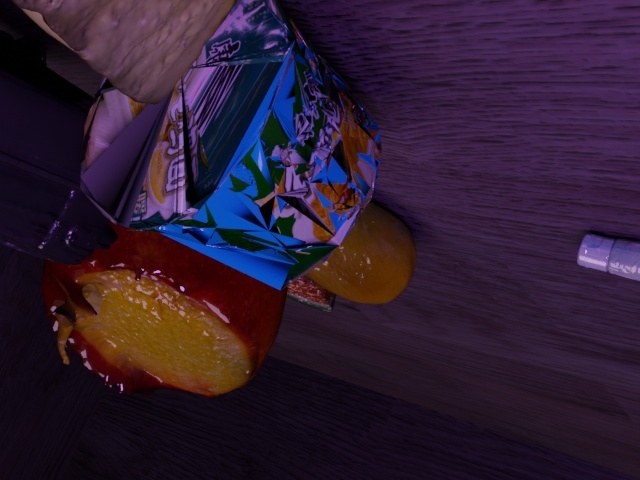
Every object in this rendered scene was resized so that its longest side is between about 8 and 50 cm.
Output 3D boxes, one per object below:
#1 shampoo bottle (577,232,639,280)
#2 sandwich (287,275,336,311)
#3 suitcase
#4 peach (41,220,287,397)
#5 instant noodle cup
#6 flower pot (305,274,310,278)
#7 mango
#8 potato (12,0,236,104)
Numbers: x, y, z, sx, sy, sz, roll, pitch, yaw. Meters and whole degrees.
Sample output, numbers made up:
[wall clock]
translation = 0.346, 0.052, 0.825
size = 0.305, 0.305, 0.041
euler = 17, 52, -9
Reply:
[shampoo bottle]
translation = 0.351, 0.028, 0.732
size = 0.190, 0.041, 0.069
euler = 15, 167, 30
[sandwich]
translation = -0.065, 0.038, 1.299
size = 0.235, 0.079, 0.159
euler = 23, 163, -4
[suitcase]
translation = -0.369, -0.141, 0.730
size = 0.345, 0.188, 0.339
euler = 36, -175, 35
[peach]
translation = -0.211, 0.042, 1.073
size = 0.335, 0.310, 0.406
euler = 5, 148, 0
[instant noodle cup]
translation = -0.066, -0.087, 0.655
size = 0.240, 0.240, 0.178
euler = 9, 167, 42
[flower pot]
translation = 0.000, 0.000, 1.060
size = 0.111, 0.111, 0.089
euler = 29, 177, -19
[mango]
translation = 0.025, -0.003, 0.957
size = 0.237, 0.137, 0.091
euler = 36, -156, -23
[potato]
translation = -0.147, -0.245, 0.331
size = 0.280, 0.213, 0.330
euler = 39, 178, 4
